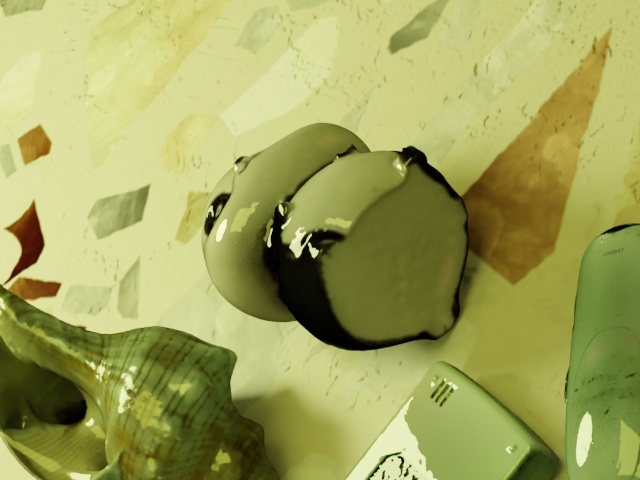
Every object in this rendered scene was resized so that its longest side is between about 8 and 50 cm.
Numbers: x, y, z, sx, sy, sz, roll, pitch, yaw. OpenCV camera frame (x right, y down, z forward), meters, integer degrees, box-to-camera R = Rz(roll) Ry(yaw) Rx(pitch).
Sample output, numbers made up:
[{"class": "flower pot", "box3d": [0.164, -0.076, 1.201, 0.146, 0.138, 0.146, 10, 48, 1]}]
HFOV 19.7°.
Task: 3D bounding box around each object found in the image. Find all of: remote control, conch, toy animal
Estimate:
[{"class": "remote control", "box3d": [0.230, 0.098, 1.430, 0.097, 0.045, 0.256, -18, 52, 33]}, {"class": "conch", "box3d": [-0.178, 0.158, 1.660, 0.386, 0.169, 0.203, 27, 80, 32]}, {"class": "toy animal", "box3d": [-0.001, -0.005, 1.604, 0.187, 0.165, 0.235, -45, 40, -21]}, {"class": "remote control", "box3d": [0.041, 0.267, 1.487, 0.344, 0.050, 0.145, -52, 43, 4]}]
